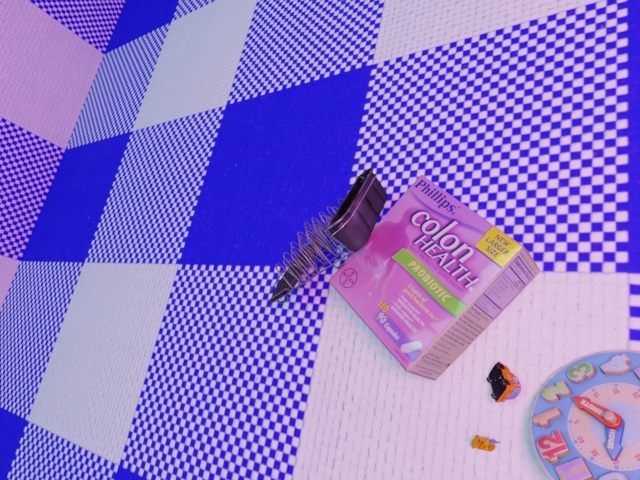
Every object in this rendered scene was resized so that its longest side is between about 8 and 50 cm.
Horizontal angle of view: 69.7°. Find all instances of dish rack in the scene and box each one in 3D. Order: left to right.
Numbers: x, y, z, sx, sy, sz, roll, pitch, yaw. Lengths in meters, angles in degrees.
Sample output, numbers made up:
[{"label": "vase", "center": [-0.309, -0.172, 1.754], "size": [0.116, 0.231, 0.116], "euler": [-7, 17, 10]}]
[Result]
[{"label": "dish rack", "center": [0.000, 0.000, 0.848], "size": [0.271, 0.074, 0.208], "euler": [-35, 13, 35]}]

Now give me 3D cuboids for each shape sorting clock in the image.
[{"label": "shape sorting clock", "center": [0.352, 0.218, 0.547], "size": [0.206, 0.040, 0.206], "euler": [-38, 25, 21]}]

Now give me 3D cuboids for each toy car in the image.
[{"label": "toy car", "center": [0.255, 0.242, 0.668], "size": [0.041, 0.060, 0.122], "euler": [19, 101, -2]}]

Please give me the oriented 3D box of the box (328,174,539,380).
[{"label": "box", "center": [0.175, 0.058, 0.746], "size": [0.243, 0.117, 0.213], "euler": [-49, 49, 7]}]
